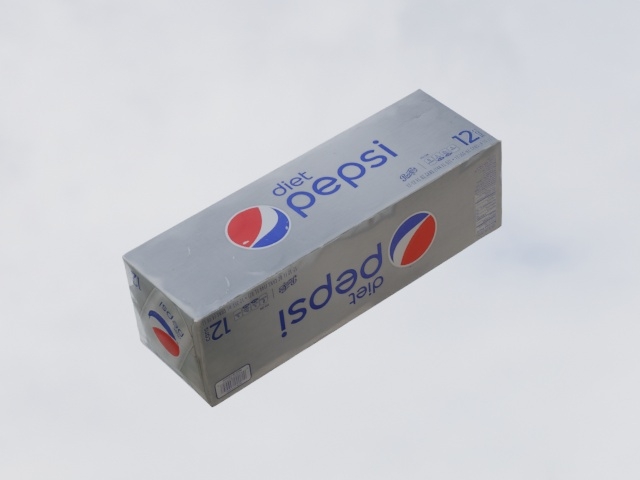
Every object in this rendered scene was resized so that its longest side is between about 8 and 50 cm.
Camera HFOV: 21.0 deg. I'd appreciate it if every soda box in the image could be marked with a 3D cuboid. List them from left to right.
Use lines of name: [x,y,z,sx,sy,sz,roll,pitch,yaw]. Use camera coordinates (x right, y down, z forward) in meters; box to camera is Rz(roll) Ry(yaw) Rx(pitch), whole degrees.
soda box: [0.000,0.000,1.284,0.286,0.098,0.091,-31,-43,-25]
